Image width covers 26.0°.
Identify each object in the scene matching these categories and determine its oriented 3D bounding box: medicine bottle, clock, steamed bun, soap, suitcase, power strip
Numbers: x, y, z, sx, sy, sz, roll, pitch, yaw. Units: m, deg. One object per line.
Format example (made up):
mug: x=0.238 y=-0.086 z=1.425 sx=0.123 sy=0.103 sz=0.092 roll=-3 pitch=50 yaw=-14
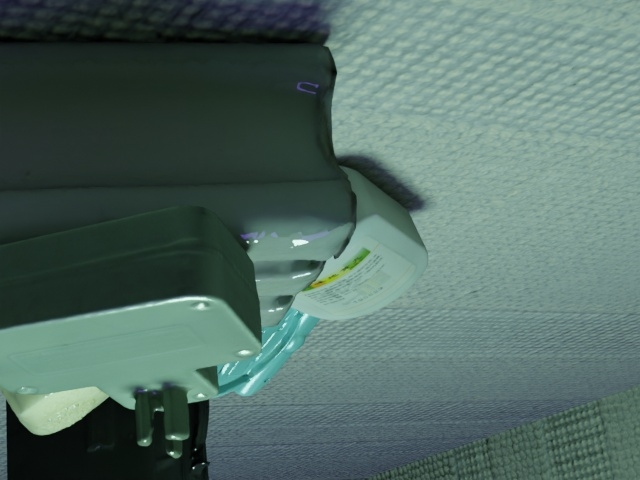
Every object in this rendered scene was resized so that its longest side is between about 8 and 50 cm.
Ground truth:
medicine bottle: x=0.000 y=0.000 z=1.635 sx=0.179 sy=0.124 sz=0.324 roll=-28 pitch=159 yaw=15
clock: x=-0.117 y=0.116 z=1.810 sx=0.223 sy=0.094 sz=0.274 roll=-53 pitch=157 yaw=22
steamed bun: x=-0.356 y=0.139 z=1.818 sx=0.155 sy=0.200 sz=0.250 roll=-29 pitch=169 yaw=-11
soap: x=-0.219 y=-0.030 z=1.295 sx=0.435 sy=0.213 sz=0.350 roll=-3 pitch=158 yaw=-15
suitcase: x=-0.313 y=0.286 z=2.049 sx=0.339 sy=0.345 sz=0.188 roll=-18 pitch=155 yaw=30
power strip: x=-0.161 y=0.089 z=1.152 sx=0.229 sy=0.141 sz=0.261 roll=-11 pitch=157 yaw=9
